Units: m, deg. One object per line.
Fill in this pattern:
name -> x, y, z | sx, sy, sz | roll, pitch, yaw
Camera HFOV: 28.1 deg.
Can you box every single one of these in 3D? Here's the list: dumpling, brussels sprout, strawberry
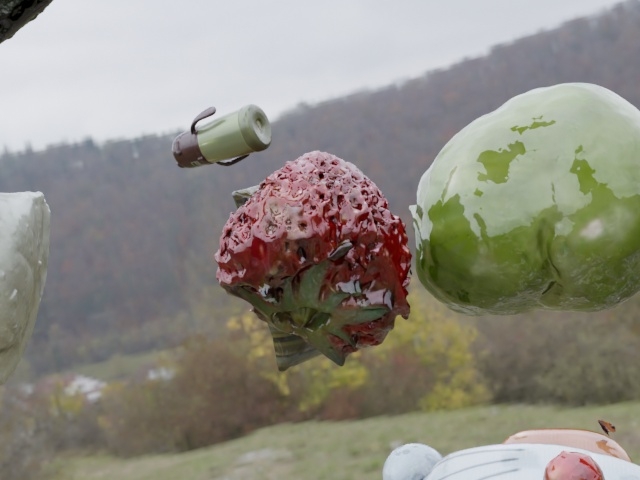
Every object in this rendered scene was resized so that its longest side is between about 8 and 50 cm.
dumpling -> -0.279, 0.039, 1.069 | 0.092, 0.150, 0.176 | -6, 29, 2
brussels sprout -> 0.245, -0.036, 1.363 | 0.273, 0.243, 0.316 | -29, -2, 34
strawberry -> 0.000, 0.000, 1.214 | 0.186, 0.202, 0.184 | 8, -38, 2

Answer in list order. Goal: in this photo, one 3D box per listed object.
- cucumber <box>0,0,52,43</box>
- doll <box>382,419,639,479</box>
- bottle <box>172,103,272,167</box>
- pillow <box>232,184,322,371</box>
cucumber -> -0.334, -0.287, 1.439 | 0.300, 0.072, 0.072 | -47, 5, -10
doll -> 0.118, 0.154, 0.549 | 0.215, 0.161, 0.257 | 24, 8, 16
bottle -> -0.100, -0.099, 1.245 | 0.101, 0.063, 0.047 | -15, 14, 26
pillow -> -0.017, 0.029, 1.339 | 0.113, 0.204, 0.038 | -17, 17, -14
